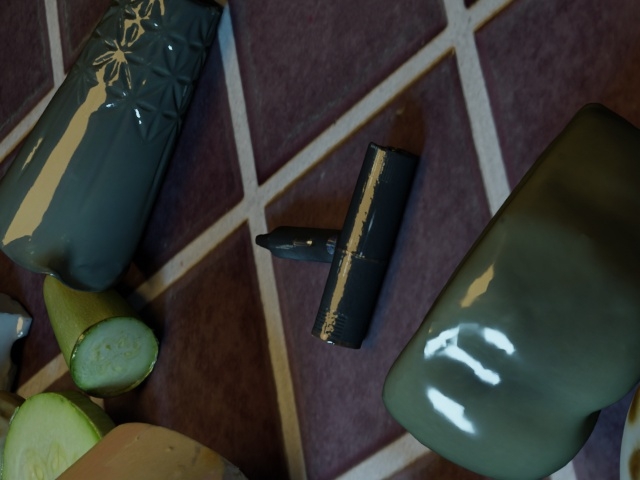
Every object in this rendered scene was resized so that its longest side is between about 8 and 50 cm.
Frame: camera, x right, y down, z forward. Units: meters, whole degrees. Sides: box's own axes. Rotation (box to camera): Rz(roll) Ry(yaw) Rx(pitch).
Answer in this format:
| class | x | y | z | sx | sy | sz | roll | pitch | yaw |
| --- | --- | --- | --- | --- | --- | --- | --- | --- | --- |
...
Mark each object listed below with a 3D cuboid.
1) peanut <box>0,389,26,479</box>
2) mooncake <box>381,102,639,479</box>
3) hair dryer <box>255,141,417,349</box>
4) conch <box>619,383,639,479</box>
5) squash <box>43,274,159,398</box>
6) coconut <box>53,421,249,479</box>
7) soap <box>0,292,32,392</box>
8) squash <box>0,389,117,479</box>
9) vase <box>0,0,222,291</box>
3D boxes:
| class | x | y | z | sx | sy | sz | roll | pitch | yaw |
| --- | --- | --- | --- | --- | --- | --- | --- | --- | --- |
| peanut | -0.371 | 0.303 | 2.054 | 0.120 | 0.136 | 0.298 | 17 | 90 | 66 |
| mooncake | 0.157 | 0.040 | 1.314 | 0.275 | 0.135 | 0.275 | -56 | -2 | -3 |
| hair dryer | 0.002 | -0.015 | 1.700 | 0.195 | 0.050 | 0.173 | 29 | 102 | 57 |
| conch | 0.278 | 0.129 | 1.191 | 0.182 | 0.149 | 0.275 | 32 | 100 | 9 |
| squash | -0.240 | 0.073 | 1.987 | 0.224 | 0.094 | 0.094 | 46 | 118 | 57 |
| coconut | -0.141 | 0.272 | 1.675 | 0.241 | 0.241 | 0.241 | -19 | 66 | 51 |
| soap | -0.477 | 0.174 | 2.218 | 0.302 | 0.159 | 0.258 | 3 | 85 | 56 |
| squash | -0.249 | 0.255 | 1.925 | 0.219 | 0.041 | 0.219 | 14 | 108 | 50 |
| vase | -0.206 | -0.121 | 1.944 | 0.301 | 0.156 | 0.251 | -63 | 12 | 12 |
